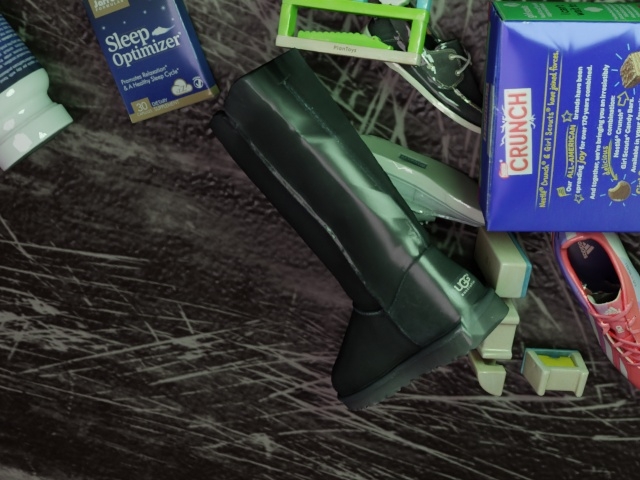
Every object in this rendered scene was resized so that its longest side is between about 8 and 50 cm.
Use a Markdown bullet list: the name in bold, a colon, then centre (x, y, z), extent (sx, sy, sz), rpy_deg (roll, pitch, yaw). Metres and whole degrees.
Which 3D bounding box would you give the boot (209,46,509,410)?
- **boot**: centre (0.001, -0.001, 1.529), extent (0.445, 0.146, 0.367), rpy_deg (47, 141, -2)

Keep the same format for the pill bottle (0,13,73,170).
- **pill bottle**: centre (-0.484, -0.238, 1.591), extent (0.153, 0.153, 0.264), rpy_deg (-34, 99, 24)

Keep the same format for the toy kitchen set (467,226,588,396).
- **toy kitchen set**: centre (0.296, 0.099, 1.556), extent (0.166, 0.122, 0.207), rpy_deg (3, 116, -9)

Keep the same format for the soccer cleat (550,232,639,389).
- **soccer cleat**: centre (0.403, 0.098, 1.503), extent (0.109, 0.116, 0.318), rpy_deg (-26, 102, 22)

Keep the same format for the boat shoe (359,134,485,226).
- **boat shoe**: centre (0.136, -0.066, 1.539), extent (0.228, 0.079, 0.081), rpy_deg (27, 123, 10)

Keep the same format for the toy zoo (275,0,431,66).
- **toy zoo**: centre (0.057, -0.379, 1.416), extent (0.192, 0.030, 0.293), rpy_deg (10, 96, 16)

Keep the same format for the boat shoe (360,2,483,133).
- **boat shoe**: centre (0.161, -0.224, 1.459), extent (0.233, 0.084, 0.079), rpy_deg (42, 116, -1)

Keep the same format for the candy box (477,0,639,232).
- **candy box**: centre (0.361, -0.152, 1.379), extent (0.317, 0.122, 0.268), rpy_deg (1, 112, -1)

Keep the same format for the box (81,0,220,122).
- **box**: centre (-0.245, -0.290, 1.571), extent (0.137, 0.036, 0.225), rpy_deg (-15, 105, 20)
